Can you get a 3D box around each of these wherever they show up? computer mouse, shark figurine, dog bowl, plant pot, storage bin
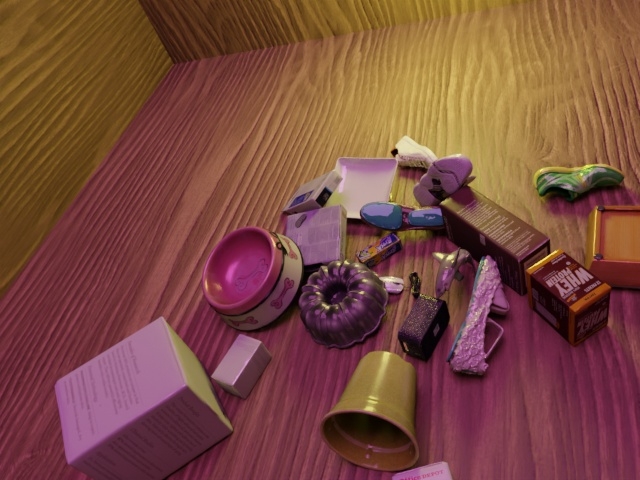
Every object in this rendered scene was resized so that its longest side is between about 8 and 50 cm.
[{"bbox_3d":[0.258,0.159,1.973,0.193,0.042,0.106,-5,48,20],"label":"computer mouse"},{"bbox_3d":[0.432,0.064,1.832,0.116,0.166,0.278,19,27,31],"label":"shark figurine"},{"bbox_3d":[-0.272,0.126,2.092,0.408,0.150,0.408,-17,54,25],"label":"dog bowl"},{"bbox_3d":[0.166,0.467,1.586,0.276,0.276,0.254,-1,38,23],"label":"plant pot"},{"bbox_3d":[0.333,0.276,1.769,0.084,0.122,0.180,17,57,36],"label":"storage bin"}]

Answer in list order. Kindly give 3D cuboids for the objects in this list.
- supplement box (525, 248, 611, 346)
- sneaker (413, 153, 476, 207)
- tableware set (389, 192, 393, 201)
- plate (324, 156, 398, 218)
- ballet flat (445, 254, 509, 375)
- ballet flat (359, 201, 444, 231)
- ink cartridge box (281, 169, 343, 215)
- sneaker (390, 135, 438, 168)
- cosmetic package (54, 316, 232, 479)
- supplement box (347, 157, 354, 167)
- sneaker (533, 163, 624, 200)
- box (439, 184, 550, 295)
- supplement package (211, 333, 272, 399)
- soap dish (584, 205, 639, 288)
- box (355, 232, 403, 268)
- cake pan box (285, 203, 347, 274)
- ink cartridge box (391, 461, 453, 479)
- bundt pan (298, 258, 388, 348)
[{"bbox_3d":[0.730,0.169,1.642,0.129,0.191,0.194,-32,44,-6],"label":"supplement box"},{"bbox_3d":[0.501,-0.257,2.086,0.210,0.366,0.137,-34,84,-22],"label":"sneaker"},{"bbox_3d":[0.237,-0.139,2.285,0.169,0.020,0.141,-16,45,10],"label":"tableware set"},{"bbox_3d":[0.170,-0.210,2.287,0.278,0.045,0.277,6,73,28],"label":"plate"},{"bbox_3d":[0.511,0.240,1.732,0.147,0.147,0.409,10,59,31],"label":"ballet flat"},{"bbox_3d":[0.325,-0.084,2.115,0.342,0.124,0.116,1,79,14],"label":"ballet flat"},{"bbox_3d":[-0.041,-0.188,2.346,0.165,0.065,0.333,-56,18,-20],"label":"ink cartridge box"},{"bbox_3d":[0.402,-0.341,2.358,0.123,0.106,0.290,-40,37,-2],"label":"sneaker"},{"bbox_3d":[-0.560,0.536,1.775,0.394,0.329,0.327,-32,43,-8],"label":"cosmetic package"},{"bbox_3d":[0.146,-0.303,2.423,0.036,0.098,0.062,8,51,20],"label":"supplement box"},{"bbox_3d":[0.925,-0.201,1.992,0.296,0.109,0.123,-2,71,20],"label":"sneaker"},{"bbox_3d":[0.586,-0.009,1.878,0.143,0.191,0.381,-34,44,-9],"label":"box"},{"bbox_3d":[-0.268,0.433,1.904,0.105,0.105,0.179,12,54,32],"label":"supplement package"},{"bbox_3d":[0.961,0.011,1.742,0.229,0.118,0.291,3,49,27],"label":"soap dish"},{"bbox_3d":[0.223,0.040,2.094,0.169,0.054,0.059,-31,43,-5],"label":"box"},{"bbox_3d":[-0.021,0.002,2.148,0.246,0.070,0.266,-14,55,26],"label":"cake pan box"},{"bbox_3d":[0.284,0.696,1.411,0.154,0.093,0.212,-18,45,7],"label":"ink cartridge box"},{"bbox_3d":[0.062,0.202,1.932,0.331,0.124,0.330,-17,48,20],"label":"bundt pan"}]
